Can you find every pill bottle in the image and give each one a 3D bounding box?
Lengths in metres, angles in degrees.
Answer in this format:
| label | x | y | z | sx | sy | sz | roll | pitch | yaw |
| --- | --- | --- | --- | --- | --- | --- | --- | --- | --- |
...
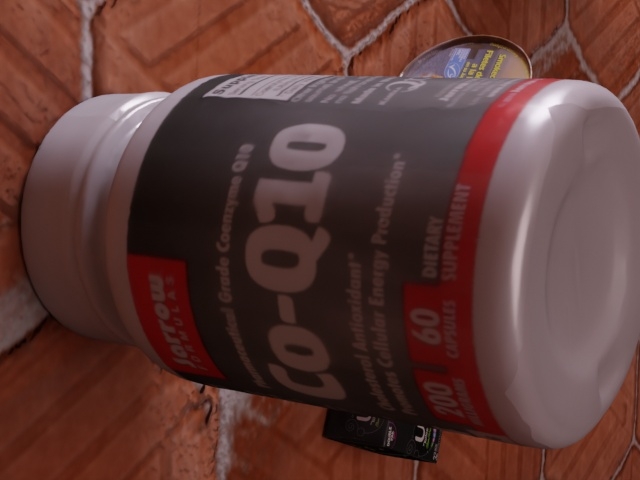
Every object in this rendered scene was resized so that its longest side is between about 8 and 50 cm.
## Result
| label | x | y | z | sx | sy | sz | roll | pitch | yaw |
| --- | --- | --- | --- | --- | --- | --- | --- | --- | --- |
| pill bottle | 0.000 | 0.000 | 0.620 | 0.161 | 0.283 | 0.161 | -12 | 104 | -55 |

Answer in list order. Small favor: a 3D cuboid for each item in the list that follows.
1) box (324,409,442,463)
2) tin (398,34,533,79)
| label | x | y | z | sx | sy | sz | roll | pitch | yaw |
| --- | --- | --- | --- | --- | --- | --- | --- | --- | --- |
| box | 0.050 | 0.123 | 0.920 | 0.083 | 0.052 | 0.062 | 29 | 69 | -53 |
| tin | 0.090 | -0.070 | 0.908 | 0.190 | 0.106 | 0.040 | -62 | 141 | -29 |
